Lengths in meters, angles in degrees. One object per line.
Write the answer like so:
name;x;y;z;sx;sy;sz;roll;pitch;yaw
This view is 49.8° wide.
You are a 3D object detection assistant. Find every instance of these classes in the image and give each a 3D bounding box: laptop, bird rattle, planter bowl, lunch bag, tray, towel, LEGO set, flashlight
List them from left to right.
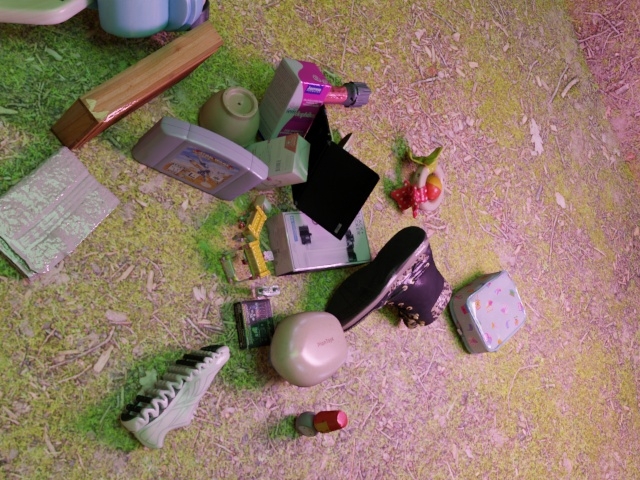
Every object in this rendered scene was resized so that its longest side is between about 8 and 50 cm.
towel;-0.594;-0.064;1.511;0.187;0.049;0.282;49;53;-18
tray;-0.425;-0.366;1.628;0.076;0.202;0.411;54;52;-14
planter bowl;-0.227;-0.336;1.810;0.162;0.109;0.162;12;60;-21
LEGO set;-0.191;0.014;1.793;0.132;0.107;0.287;22;54;-57
flashlight;0.016;-0.440;2.051;0.304;0.103;0.103;-6;47;-34
laptop;0.028;-0.183;1.837;0.136;0.234;0.264;15;39;-22
bird rattle;0.346;-0.178;2.235;0.207;0.143;0.254;34;61;-45
lunch bag;0.555;0.243;2.285;0.279;0.107;0.224;-29;99;-39

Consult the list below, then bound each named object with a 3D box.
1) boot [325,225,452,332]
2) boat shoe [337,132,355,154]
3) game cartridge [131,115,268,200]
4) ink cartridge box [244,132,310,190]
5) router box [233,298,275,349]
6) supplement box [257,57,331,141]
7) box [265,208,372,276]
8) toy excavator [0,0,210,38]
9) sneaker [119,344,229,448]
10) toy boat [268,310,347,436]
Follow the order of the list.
boot;0.211;0.170;1.996;0.377;0.138;0.284;-47;132;-9
boat shoe;0.072;-0.267;2.092;0.045;0.050;0.135;40;66;-26
game cartridge;-0.288;-0.196;1.691;0.297;0.198;0.062;24;64;-30
ink cartridge box;-0.130;-0.204;1.836;0.067;0.198;0.115;33;57;-51
router box;-0.168;0.215;1.772;0.092;0.038;0.123;-2;78;-39
supplement box;-0.081;-0.369;1.871;0.111;0.220;0.114;-2;46;-38
box;0.000;0.000;1.932;0.289;0.087;0.169;-4;80;-39
toy excavator;-0.511;-0.571;1.570;0.432;0.222;0.445;23;49;5
sneaker;-0.316;0.352;1.585;0.292;0.110;0.118;-41;111;-29
toy boat;-0.032;0.345;1.777;0.267;0.148;0.319;-4;77;-51
